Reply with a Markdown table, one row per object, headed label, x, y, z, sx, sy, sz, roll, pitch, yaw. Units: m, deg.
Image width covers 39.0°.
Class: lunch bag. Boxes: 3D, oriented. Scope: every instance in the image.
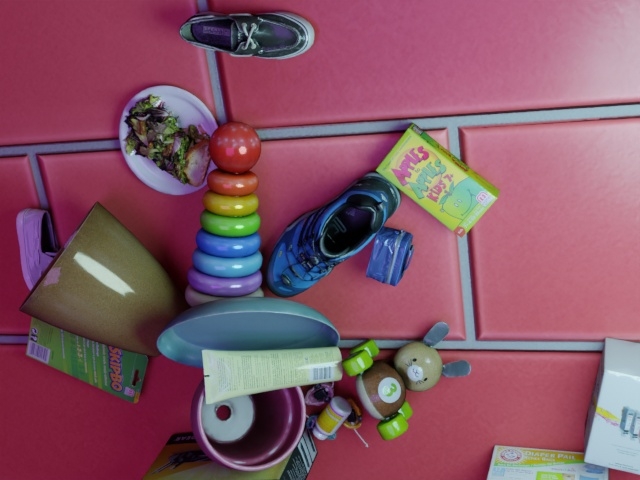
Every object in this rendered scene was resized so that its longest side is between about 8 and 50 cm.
| label | x | y | z | sx | sy | sz | roll | pitch | yaw |
| --- | --- | --- | --- | --- | --- | --- | --- | --- | --- |
| lunch bag | 0.123 | 0.024 | 1.531 | 0.065 | 0.067 | 0.098 | 17 | 114 | 10 |

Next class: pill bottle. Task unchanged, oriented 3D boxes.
| label | x | y | z | sx | sy | sz | roll | pitch | yaw |
| --- | --- | --- | --- | --- | --- | --- | --- | --- | --- |
| pill bottle | 0.019 | 0.328 | 1.660 | 0.043 | 0.043 | 0.083 | 36 | 116 | 2 |

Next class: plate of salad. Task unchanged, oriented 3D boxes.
| label | x | y | z | sx | sy | sz | roll | pitch | yaw |
| --- | --- | --- | --- | --- | --- | --- | --- | --- | --- |
| plate of salad | -0.270 | -0.172 | 1.591 | 0.200 | 0.048 | 0.199 | 7 | 113 | 16 |

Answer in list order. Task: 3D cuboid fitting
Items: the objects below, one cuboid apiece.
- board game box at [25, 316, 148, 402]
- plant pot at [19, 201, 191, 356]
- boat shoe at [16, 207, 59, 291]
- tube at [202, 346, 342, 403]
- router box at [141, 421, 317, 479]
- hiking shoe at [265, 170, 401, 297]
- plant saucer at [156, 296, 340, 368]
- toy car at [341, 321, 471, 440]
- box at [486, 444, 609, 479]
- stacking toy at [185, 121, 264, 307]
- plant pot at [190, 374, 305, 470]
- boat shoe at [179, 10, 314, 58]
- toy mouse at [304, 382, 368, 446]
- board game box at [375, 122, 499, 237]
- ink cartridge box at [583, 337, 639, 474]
| label | x | y | z | sx | sy | sz | roll | pitch | yaw |
| --- | --- | --- | --- | --- | --- | --- | --- | --- | --- |
| board game box | -0.467 | 0.226 | 1.818 | 0.259 | 0.039 | 0.124 | 23 | 116 | 11 |
| plant pot | -0.371 | 0.096 | 1.648 | 0.254 | 0.237 | 0.237 | 35 | 118 | -14 |
| boat shoe | -0.536 | 0.026 | 1.751 | 0.063 | 0.066 | 0.184 | -1 | 101 | 19 |
| tube | -0.083 | 0.224 | 1.569 | 0.240 | 0.070 | 0.062 | -5 | 130 | -14 |
| router box | -0.186 | 0.455 | 1.700 | 0.309 | 0.243 | 0.081 | -10 | 111 | 20 |
| hiking shoe | 0.000 | 0.000 | 1.525 | 0.113 | 0.132 | 0.304 | 45 | 117 | -3 |
| plant saucer | -0.126 | 0.163 | 1.580 | 0.318 | 0.317 | 0.043 | -15 | 63 | 22 |
| toy car | 0.159 | 0.227 | 1.569 | 0.188 | 0.149 | 0.155 | -29 | 91 | 14 |
| box | 0.398 | 0.439 | 1.579 | 0.203 | 0.114 | 0.103 | 1 | 112 | 18 |
| stacking toy | -0.161 | -0.042 | 1.567 | 0.141 | 0.141 | 0.330 | 9 | 109 | 14 |
| plant pot | -0.151 | 0.315 | 1.653 | 0.201 | 0.201 | 0.180 | 53 | 157 | -7 |
| boat shoe | -0.121 | -0.331 | 1.468 | 0.219 | 0.070 | 0.077 | 6 | 112 | 16 |
| toy mouse | 0.008 | 0.317 | 1.703 | 0.143 | 0.031 | 0.161 | -8 | 108 | 20 |
| board game box | 0.191 | -0.098 | 1.475 | 0.181 | 0.043 | 0.092 | 38 | 117 | 0 |
| ink cartridge box | 0.509 | 0.269 | 1.470 | 0.127 | 0.128 | 0.176 | 11 | 113 | 13 |
